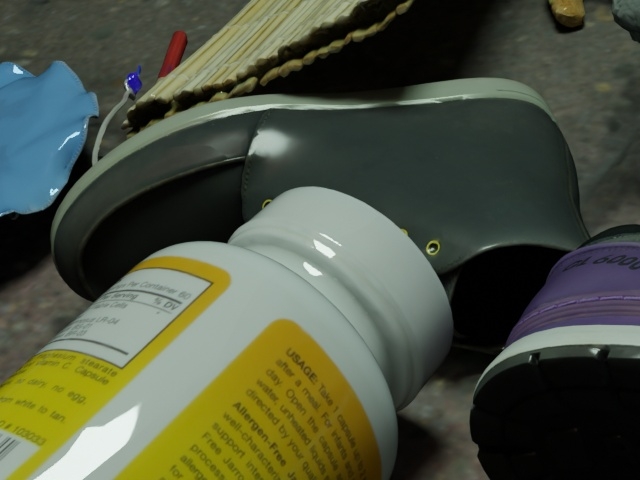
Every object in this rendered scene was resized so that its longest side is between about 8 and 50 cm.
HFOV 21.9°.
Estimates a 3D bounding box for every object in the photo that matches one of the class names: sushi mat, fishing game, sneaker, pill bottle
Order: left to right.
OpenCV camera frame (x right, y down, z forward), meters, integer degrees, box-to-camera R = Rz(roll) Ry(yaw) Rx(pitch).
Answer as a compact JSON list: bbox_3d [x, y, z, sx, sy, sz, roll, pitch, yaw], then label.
[{"bbox_3d":[-0.189,-0.024,0.808,0.264,0.041,0.189,-13,34,17],"label":"fishing game"},{"bbox_3d":[-0.048,0.074,0.550,0.117,0.118,0.208,15,45,36],"label":"pill bottle"},{"bbox_3d":[0.000,0.000,0.664,0.222,0.083,0.118,-14,35,0],"label":"sneaker"},{"bbox_3d":[0.020,-0.141,0.817,0.151,0.019,0.316,-21,18,28],"label":"sushi mat"},{"bbox_3d":[0.197,0.032,0.531,0.283,0.107,0.124,4,36,26],"label":"sneaker"}]

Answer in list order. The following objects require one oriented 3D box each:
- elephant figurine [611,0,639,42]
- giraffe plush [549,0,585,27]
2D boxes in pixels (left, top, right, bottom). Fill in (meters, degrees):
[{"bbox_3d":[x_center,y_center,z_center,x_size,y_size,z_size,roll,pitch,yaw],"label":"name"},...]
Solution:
[{"bbox_3d":[0.283,-0.095,0.661,0.239,0.186,0.169,-28,-7,-35],"label":"elephant figurine"},{"bbox_3d":[0.187,-0.215,0.815,0.210,0.171,0.181,3,39,23],"label":"giraffe plush"}]
